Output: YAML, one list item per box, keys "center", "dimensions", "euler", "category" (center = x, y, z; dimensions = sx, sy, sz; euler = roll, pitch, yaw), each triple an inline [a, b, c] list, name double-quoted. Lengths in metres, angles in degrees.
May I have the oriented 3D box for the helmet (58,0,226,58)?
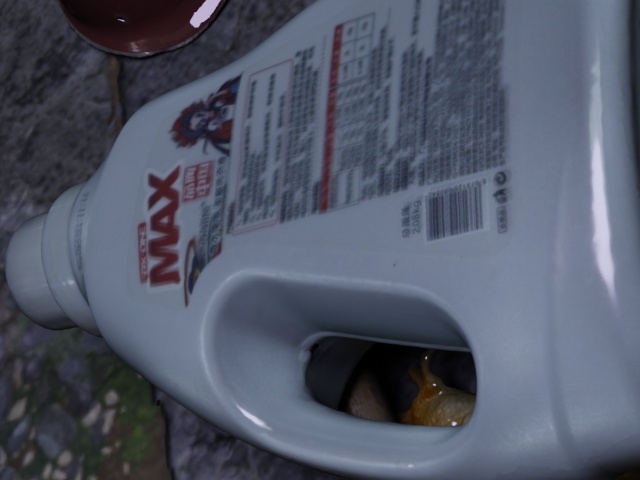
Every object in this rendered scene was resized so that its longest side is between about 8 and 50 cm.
- center: [-0.133, -0.209, 1.125]
  dimensions: [0.155, 0.106, 0.175]
  euler: [-25, 59, 19]
  category: "helmet"

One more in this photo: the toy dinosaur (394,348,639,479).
- center: [0.088, 0.104, 0.867]
  dimensions: [0.126, 0.039, 0.162]
  euler: [-43, 45, 12]
  category: "toy dinosaur"

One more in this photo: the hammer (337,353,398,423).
- center: [0.019, 0.079, 0.894]
  dimensions: [0.111, 0.043, 0.365]
  euler: [-39, 47, 17]
  category: "hammer"

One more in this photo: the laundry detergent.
- center: [0.000, 0.000, 0.839]
  dimensions: [0.398, 0.124, 0.264]
  euler: [-13, 68, 38]
  category: "laundry detergent"
